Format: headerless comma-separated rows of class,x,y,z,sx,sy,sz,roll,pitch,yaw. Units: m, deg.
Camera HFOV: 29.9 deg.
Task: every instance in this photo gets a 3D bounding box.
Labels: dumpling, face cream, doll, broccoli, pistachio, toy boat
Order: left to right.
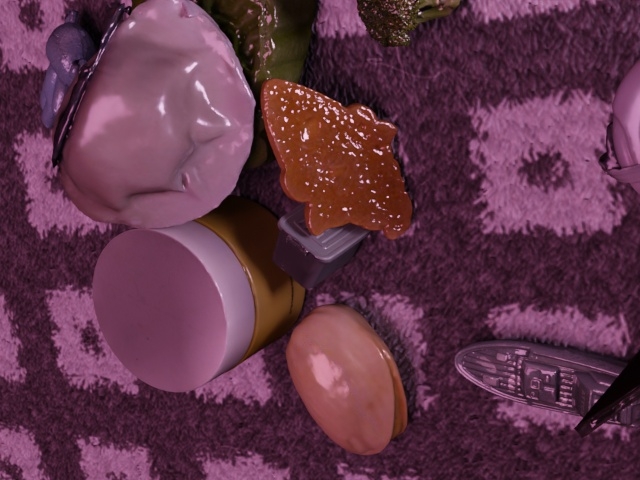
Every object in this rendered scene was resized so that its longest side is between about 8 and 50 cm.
doll,-0.344,-0.225,1.658,0.179,0.075,0.120,115,144,-52
dumpling,-0.203,-0.135,1.388,0.204,0.163,0.293,39,110,20
face cream,-0.155,0.064,1.559,0.218,0.179,0.218,11,112,30
pistachio,0.035,0.176,1.510,0.145,0.117,0.200,-24,92,51
broccoli,0.088,-0.290,1.318,0.138,0.146,0.162,18,103,-7
toy boat,0.271,0.162,1.372,0.261,0.085,0.078,11,113,30

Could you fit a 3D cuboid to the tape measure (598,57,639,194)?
tape measure,0.385,-0.108,1.189,0.197,0.120,0.236,43,120,16

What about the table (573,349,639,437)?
table,0.426,0.181,1.155,0.250,0.282,0.196,52,125,7

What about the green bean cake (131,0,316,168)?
green bean cake,-0.128,-0.216,1.480,0.222,0.125,0.248,17,116,27

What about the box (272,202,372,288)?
box,0.000,0.000,1.479,0.084,0.122,0.069,40,135,17

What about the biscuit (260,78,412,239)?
biscuit,0.017,-0.097,1.421,0.250,0.162,0.035,48,168,-19
